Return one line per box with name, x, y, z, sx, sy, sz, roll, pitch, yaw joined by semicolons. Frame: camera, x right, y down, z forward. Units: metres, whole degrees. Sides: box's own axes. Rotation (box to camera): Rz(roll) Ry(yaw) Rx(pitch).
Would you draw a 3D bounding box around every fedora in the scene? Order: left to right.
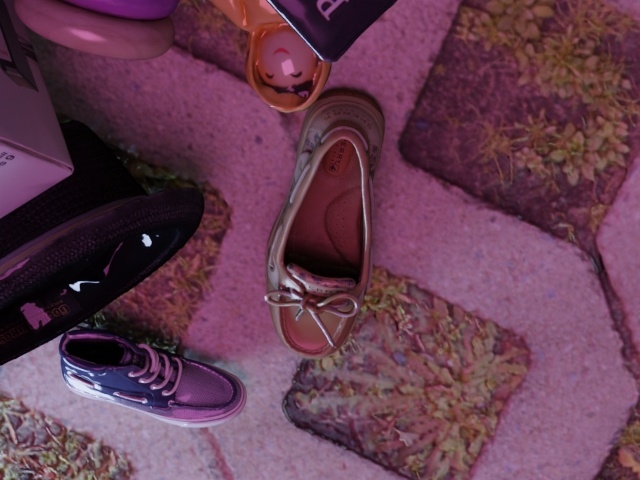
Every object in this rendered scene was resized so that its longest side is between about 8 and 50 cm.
fedora;-0.278;-0.003;1.778;0.334;0.334;0.152;-35;80;21

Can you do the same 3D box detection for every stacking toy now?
stacking toy;-0.154;-0.325;1.596;0.141;0.141;0.330;15;109;-3

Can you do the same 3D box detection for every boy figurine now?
boy figurine;-0.042;-0.246;1.688;0.177;0.092;0.285;0;116;2

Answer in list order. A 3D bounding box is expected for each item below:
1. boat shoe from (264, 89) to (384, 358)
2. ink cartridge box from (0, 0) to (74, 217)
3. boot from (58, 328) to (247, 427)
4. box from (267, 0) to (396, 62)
boat shoe;0.000;0.000;1.818;0.105;0.089;0.285;6;119;1
ink cartridge box;-0.363;-0.140;1.662;0.211;0.289;0.121;-30;155;20
boot;-0.167;0.135;1.901;0.190;0.069;0.086;8;158;1
box;-0.005;-0.473;1.370;0.472;0.297;0.480;-44;108;5
